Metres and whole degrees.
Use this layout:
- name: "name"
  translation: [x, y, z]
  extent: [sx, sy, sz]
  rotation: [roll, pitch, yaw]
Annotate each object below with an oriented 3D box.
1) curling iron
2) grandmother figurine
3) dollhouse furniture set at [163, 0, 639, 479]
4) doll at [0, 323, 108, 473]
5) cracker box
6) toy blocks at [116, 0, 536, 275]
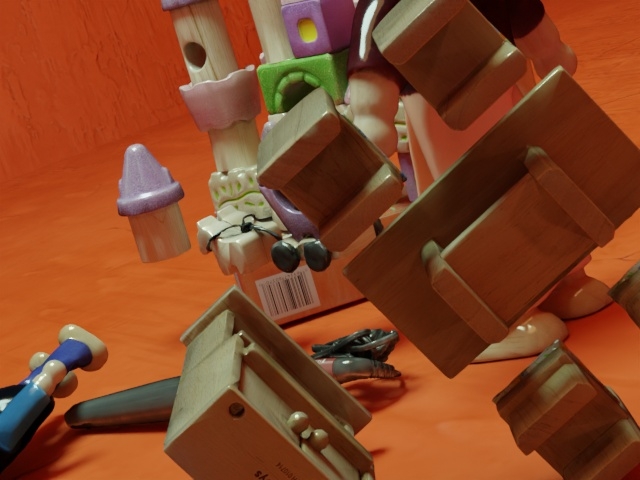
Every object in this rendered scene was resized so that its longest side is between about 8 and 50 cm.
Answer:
- name: "curling iron"
  translation: [-0.062, 0.099, 0.953]
  extent: [0.274, 0.035, 0.068]
  rotation: [-16, -10, 31]
- name: "grandmother figurine"
  translation: [0.079, -0.101, 0.890]
  extent: [0.104, 0.342, 0.208]
  rotation: [-10, 14, 35]
- name: "dollhouse furniture set"
  translation: [0.048, 0.024, 0.711]
  extent: [0.242, 0.212, 0.161]
  rotation: [-44, 10, 8]
- name: "doll"
  translation: [-0.205, 0.120, 0.976]
  extent: [0.129, 0.046, 0.189]
  rotation: [-42, 7, 29]
- name: "cracker box"
  translation: [0.000, 0.000, 1.225]
  extent: [0.156, 0.067, 0.232]
  rotation: [-17, 13, -4]
- name: "toy blocks"
  translation: [-0.022, -0.146, 1.125]
  extent: [0.289, 0.260, 0.309]
  rotation: [-3, 18, 43]
